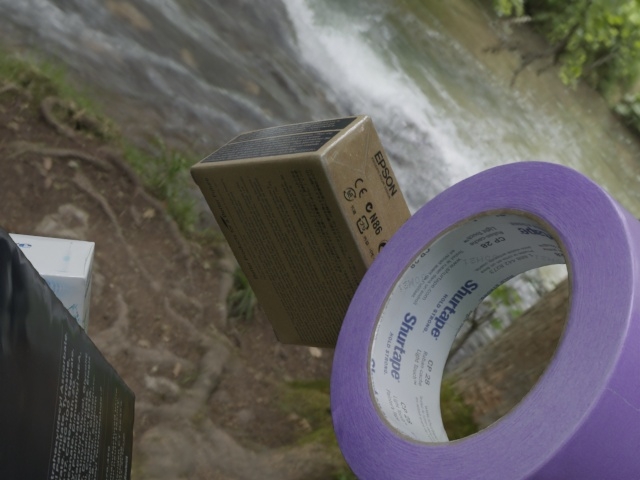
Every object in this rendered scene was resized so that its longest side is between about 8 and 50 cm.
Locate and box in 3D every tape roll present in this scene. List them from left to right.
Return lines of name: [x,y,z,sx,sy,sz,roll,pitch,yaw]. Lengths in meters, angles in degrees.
tape roll: [0.132,0.079,0.598,0.090,0.275,0.275,34,36,-30]

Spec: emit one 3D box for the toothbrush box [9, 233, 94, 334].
toothbrush box: [-0.425,0.145,1.054,0.216,0.296,0.126,7,20,-13]

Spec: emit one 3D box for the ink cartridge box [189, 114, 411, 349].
ink cartridge box: [0.000,0.000,0.811,0.088,0.193,0.235,-44,121,-35]

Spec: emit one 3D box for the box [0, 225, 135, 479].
box: [-0.414,0.189,0.550,0.479,0.472,0.297,2,68,-3]
